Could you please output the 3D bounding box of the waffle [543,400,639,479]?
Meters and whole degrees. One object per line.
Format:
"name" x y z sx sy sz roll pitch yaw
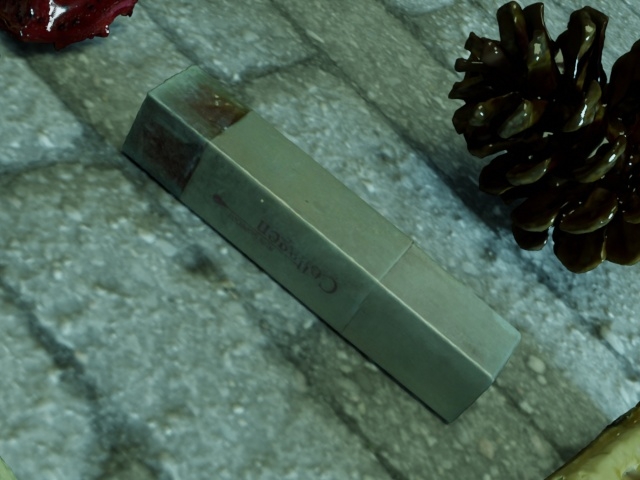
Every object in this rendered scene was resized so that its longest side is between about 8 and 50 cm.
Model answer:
"waffle" 0.328 0.304 0.824 0.261 0.114 0.376 -19 64 -44

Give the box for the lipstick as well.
"lipstick" 0.000 0.000 0.920 0.371 0.076 0.080 40 39 5

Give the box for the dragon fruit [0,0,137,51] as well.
"dragon fruit" -0.224 -0.208 0.979 0.131 0.097 0.063 10 47 -54

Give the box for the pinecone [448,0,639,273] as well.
"pinecone" 0.258 -0.110 1.062 0.309 0.244 0.244 42 33 -34

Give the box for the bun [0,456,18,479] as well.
"bun" -0.277 0.163 0.380 0.352 0.227 0.349 21 52 43
